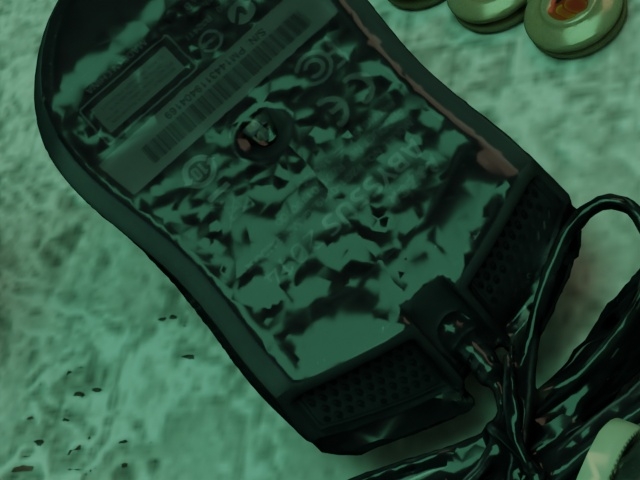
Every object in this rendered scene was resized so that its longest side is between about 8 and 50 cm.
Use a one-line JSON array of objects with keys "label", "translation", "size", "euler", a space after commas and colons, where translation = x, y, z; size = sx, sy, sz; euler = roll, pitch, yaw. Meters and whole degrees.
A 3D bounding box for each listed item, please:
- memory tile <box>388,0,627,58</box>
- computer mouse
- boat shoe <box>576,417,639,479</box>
[{"label": "memory tile", "translation": [0.095, -0.139, 0.556], "size": [0.113, 0.012, 0.148], "euler": [27, 77, 39]}, {"label": "computer mouse", "translation": [0.000, 0.000, 0.492], "size": [0.188, 0.072, 0.272], "euler": [-38, 62, 1]}, {"label": "boat shoe", "translation": [0.088, 0.155, 0.331], "size": [0.079, 0.084, 0.233], "euler": [-6, 64, 24]}]
